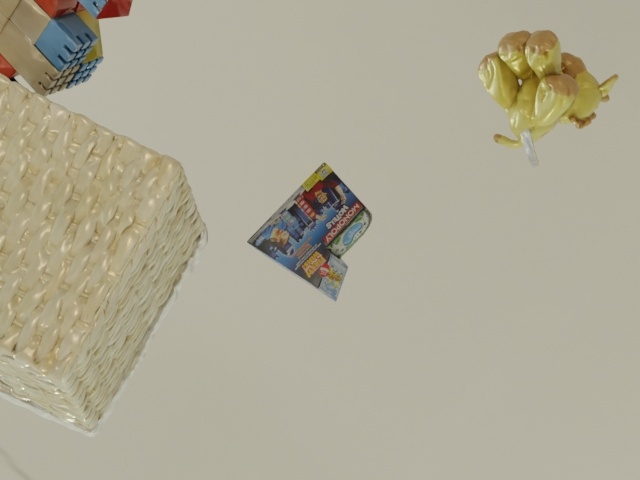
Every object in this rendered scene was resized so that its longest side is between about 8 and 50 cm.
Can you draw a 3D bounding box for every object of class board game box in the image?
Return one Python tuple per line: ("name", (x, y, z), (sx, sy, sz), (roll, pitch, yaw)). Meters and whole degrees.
("board game box", (0.000, 0.000, 2.286), (0.060, 0.194, 0.194), (37, -170, -48))

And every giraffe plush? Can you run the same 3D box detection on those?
("giraffe plush", (0.374, -0.235, 2.159), (0.181, 0.170, 0.210), (7, 109, 54))

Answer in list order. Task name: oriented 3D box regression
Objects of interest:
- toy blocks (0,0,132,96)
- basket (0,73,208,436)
("toy blocks", (-0.383, -0.305, 1.775), (0.261, 0.381, 0.190), (47, -146, 5))
("basket", (-0.353, 0.012, 1.701), (0.328, 0.331, 0.266), (26, 160, 7))
